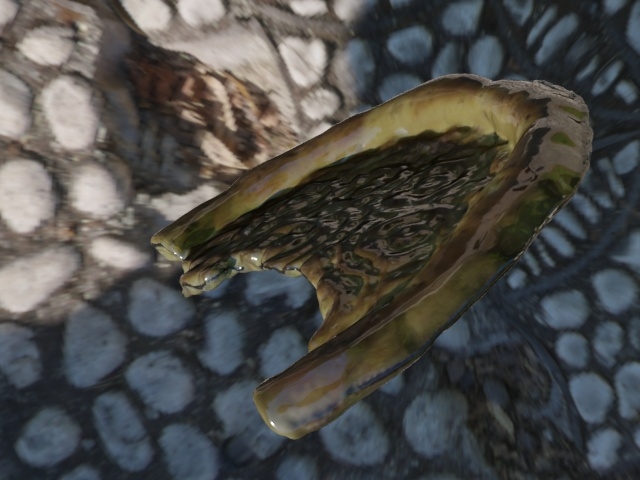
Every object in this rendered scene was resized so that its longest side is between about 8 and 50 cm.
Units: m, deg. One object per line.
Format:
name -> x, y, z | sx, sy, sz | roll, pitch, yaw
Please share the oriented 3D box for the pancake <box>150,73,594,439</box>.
pancake -> 0.000, 0.000, 0.488 | 0.190, 0.184, 0.020 | -13, 118, 45
